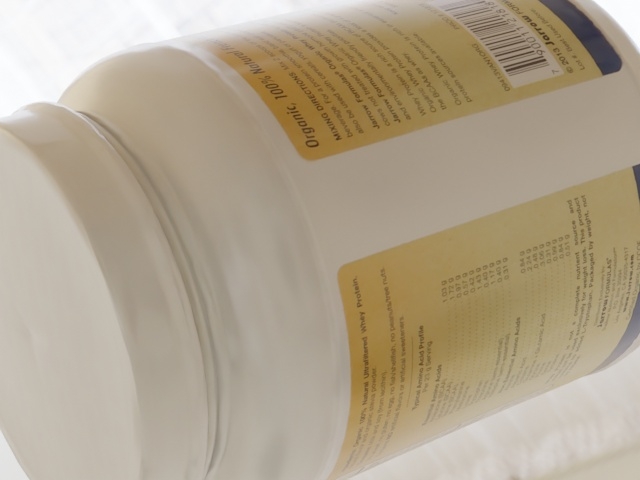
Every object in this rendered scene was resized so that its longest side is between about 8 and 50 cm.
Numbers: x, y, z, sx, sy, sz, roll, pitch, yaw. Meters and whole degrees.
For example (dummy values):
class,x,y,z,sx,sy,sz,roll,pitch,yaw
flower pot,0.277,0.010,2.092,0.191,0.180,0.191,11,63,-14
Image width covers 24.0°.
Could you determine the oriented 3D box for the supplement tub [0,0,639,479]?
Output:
class,x,y,z,sx,sy,sz,roll,pitch,yaw
supplement tub,0.000,0.000,0.742,0.316,0.228,0.228,-18,176,-31
